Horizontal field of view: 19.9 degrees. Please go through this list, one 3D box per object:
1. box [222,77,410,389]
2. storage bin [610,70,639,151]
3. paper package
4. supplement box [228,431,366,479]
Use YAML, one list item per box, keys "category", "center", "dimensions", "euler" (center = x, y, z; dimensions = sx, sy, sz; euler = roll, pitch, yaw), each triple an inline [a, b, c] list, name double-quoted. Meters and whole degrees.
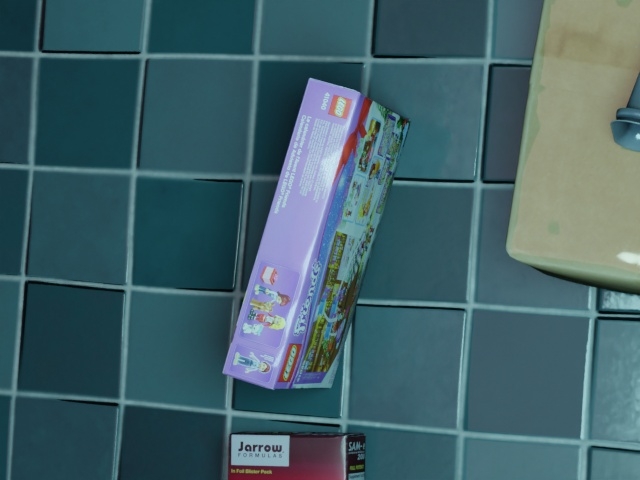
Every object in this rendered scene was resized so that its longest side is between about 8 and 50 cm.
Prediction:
- category: "box"
  center: [0.000, 0.000, 1.793]
  dimensions: [0.057, 0.201, 0.293]
  euler: [17, 90, 17]
- category: "storage bin"
  center: [0.331, -0.123, 1.592]
  dimensions: [0.135, 0.098, 0.091]
  euler: [13, 78, 17]
- category: "paper package"
  center: [0.362, -0.094, 1.710]
  dimensions: [0.324, 0.168, 0.309]
  euler: [9, 87, 18]
- category: "supplement box"
  center: [-0.025, 0.314, 1.844]
  dimensions: [0.130, 0.073, 0.239]
  euler: [-1, 85, 17]
